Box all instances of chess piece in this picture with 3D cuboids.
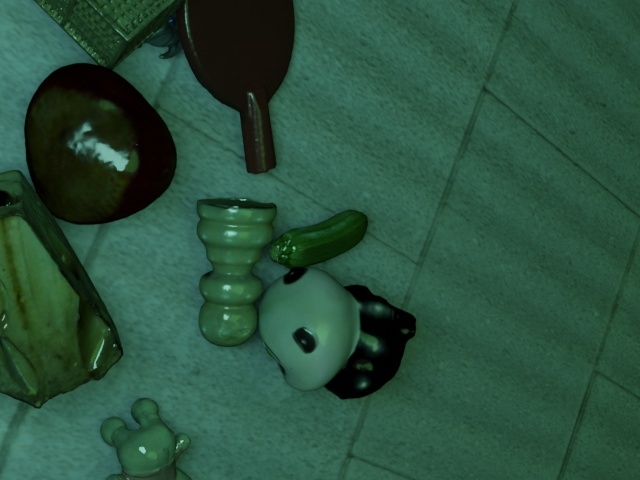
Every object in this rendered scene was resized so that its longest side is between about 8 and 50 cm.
[{"bbox_3d":[-0.145,0.056,1.566,0.133,0.133,0.243,-1,100,-38],"label":"chess piece"}]

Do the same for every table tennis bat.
[{"bbox_3d":[-0.124,-0.315,1.562,0.268,0.051,0.415,-29,118,-48],"label":"table tennis bat"}]

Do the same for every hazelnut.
[{"bbox_3d":[-0.317,-0.143,1.364,0.229,0.229,0.230,-5,98,-38],"label":"hazelnut"}]

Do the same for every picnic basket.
[{"bbox_3d":[-0.305,-0.371,1.349,0.196,0.134,0.154,44,63,-8],"label":"picnic basket"}]

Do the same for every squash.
[{"bbox_3d":[0.000,0.000,1.705,0.219,0.068,0.077,-18,121,-36],"label":"squash"}]

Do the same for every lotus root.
[{"bbox_3d":[-0.408,0.060,1.271,0.210,0.142,0.314,-22,118,-17],"label":"lotus root"}]

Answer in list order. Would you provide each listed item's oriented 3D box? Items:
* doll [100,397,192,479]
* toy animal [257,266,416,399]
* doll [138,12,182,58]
[{"bbox_3d":[-0.267,0.394,1.505,0.154,0.113,0.275,-20,106,-39],"label":"doll"},{"bbox_3d":[0.006,0.164,1.652,0.266,0.212,0.213,20,82,-34],"label":"toy animal"},{"bbox_3d":[-0.231,-0.357,1.489,0.195,0.062,0.104,-51,149,-33],"label":"doll"}]
